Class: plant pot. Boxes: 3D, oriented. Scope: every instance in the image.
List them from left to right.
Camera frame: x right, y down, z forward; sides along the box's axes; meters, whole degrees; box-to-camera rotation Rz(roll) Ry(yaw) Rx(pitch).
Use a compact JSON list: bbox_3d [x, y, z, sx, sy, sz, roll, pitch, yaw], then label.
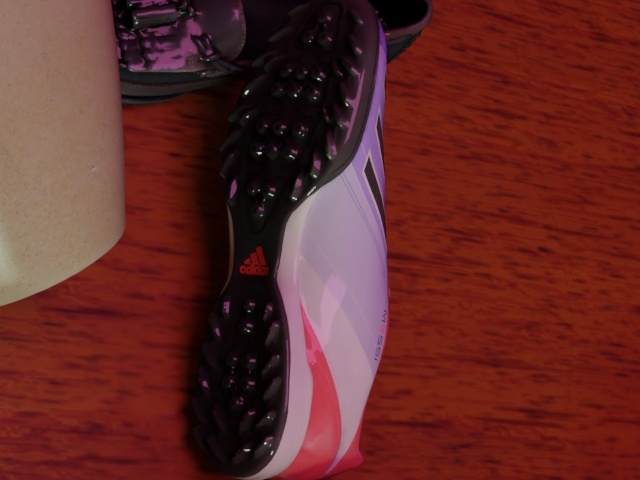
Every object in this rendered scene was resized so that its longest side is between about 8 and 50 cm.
[{"bbox_3d":[-0.216,-0.107,1.032,0.256,0.256,0.274,-37,116,-39],"label":"plant pot"}]

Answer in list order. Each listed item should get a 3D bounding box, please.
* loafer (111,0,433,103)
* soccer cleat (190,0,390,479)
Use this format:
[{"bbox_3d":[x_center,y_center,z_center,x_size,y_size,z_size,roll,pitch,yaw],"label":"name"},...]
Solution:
[{"bbox_3d":[-0.057,-0.154,1.241,0.302,0.095,0.109,-3,78,-38],"label":"loafer"},{"bbox_3d":[0.000,0.000,1.203,0.116,0.108,0.318,14,84,-47],"label":"soccer cleat"}]
